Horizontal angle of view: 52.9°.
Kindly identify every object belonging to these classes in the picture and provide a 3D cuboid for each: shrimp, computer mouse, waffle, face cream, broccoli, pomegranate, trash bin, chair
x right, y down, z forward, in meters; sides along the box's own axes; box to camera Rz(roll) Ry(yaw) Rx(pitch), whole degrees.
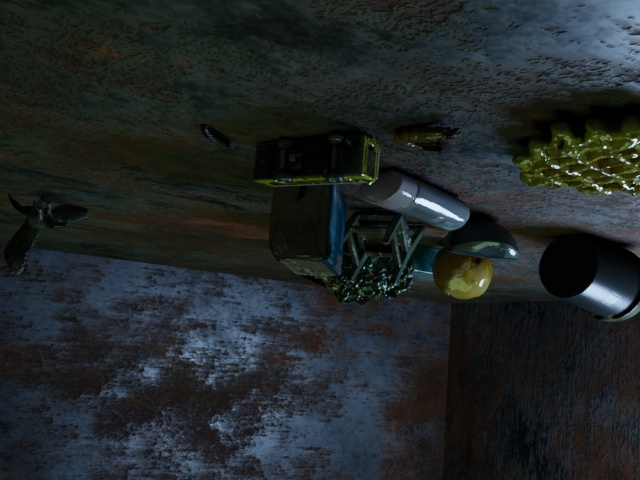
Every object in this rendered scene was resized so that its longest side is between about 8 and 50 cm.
[{"bbox_3d":[0.177,-0.160,1.011,0.091,0.025,0.127,12,172,-40],"label":"shrimp"},{"bbox_3d":[0.404,-0.002,1.686,0.167,0.090,0.379,11,177,-4],"label":"computer mouse"},{"bbox_3d":[0.454,-0.125,0.986,0.307,0.060,0.312,2,172,11],"label":"waffle"},{"bbox_3d":[0.203,-0.081,1.331,0.107,0.073,0.269,-11,163,42],"label":"face cream"},{"bbox_3d":[0.112,0.076,1.855,0.288,0.248,0.245,48,172,10],"label":"broccoli"},{"bbox_3d":[0.431,0.100,1.980,0.196,0.196,0.196,5,171,1],"label":"pomegranate"},{"bbox_3d":[0.773,0.109,1.788,0.333,0.214,0.214,17,165,-33],"label":"trash bin"},{"bbox_3d":[0.161,-0.019,1.636,0.136,0.147,0.270,3,-146,27],"label":"chair"}]

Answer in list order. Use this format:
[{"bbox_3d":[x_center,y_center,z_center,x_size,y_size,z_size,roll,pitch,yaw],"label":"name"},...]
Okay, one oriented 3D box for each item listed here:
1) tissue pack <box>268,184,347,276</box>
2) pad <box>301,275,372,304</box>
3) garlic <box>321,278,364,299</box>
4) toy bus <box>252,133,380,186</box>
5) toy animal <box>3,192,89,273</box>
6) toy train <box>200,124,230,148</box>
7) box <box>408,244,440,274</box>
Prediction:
[{"bbox_3d":[-0.022,-0.028,1.399,0.133,0.193,0.271,2,170,7],"label":"tissue pack"},{"bbox_3d":[0.094,0.136,2.311,0.299,0.005,0.202,23,-145,35],"label":"pad"},{"bbox_3d":[0.112,0.096,2.210,0.244,0.161,0.245,4,-162,-1],"label":"garlic"},{"bbox_3d":[-0.013,-0.132,1.103,0.226,0.081,0.074,-1,170,32],"label":"toy bus"},{"bbox_3d":[-0.779,-0.076,1.785,0.160,0.197,0.272,-31,-169,47],"label":"toy animal"},{"bbox_3d":[-0.182,-0.178,1.109,0.017,0.017,0.083,0,169,21],"label":"toy train"},{"bbox_3d":[0.355,0.079,2.171,0.244,0.092,0.153,12,169,-32],"label":"box"}]
